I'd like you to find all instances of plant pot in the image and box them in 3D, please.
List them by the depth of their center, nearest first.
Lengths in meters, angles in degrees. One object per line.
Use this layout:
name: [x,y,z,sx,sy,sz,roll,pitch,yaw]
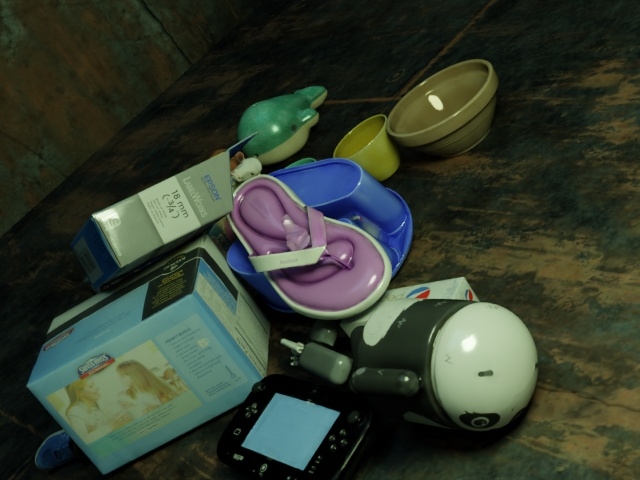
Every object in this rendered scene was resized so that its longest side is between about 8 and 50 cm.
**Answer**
plant pot: [0.253,-0.237,2.140,0.237,0.110,0.237,-29,25,15]
plant pot: [0.108,-0.174,2.228,0.134,0.095,0.134,-35,23,17]

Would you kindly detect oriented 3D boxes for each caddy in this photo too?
caddy: [0.000,0.000,1.975,0.341,0.179,0.241,-9,56,35]

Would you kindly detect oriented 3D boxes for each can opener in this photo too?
can opener: [0.008,0.173,1.709,0.093,0.074,0.280,-67,17,0]

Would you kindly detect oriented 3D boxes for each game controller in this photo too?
game controller: [-0.038,0.288,1.641,0.166,0.067,0.319,-47,26,-23]

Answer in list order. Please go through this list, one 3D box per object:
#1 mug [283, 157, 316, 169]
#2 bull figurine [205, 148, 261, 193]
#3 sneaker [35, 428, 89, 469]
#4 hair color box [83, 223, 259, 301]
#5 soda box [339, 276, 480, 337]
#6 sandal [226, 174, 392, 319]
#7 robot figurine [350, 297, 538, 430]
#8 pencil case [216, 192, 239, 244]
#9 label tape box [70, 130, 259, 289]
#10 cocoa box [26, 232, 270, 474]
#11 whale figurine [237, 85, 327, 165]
mug: [-0.037,-0.087,2.263,0.129,0.097,0.158,-29,25,13]
bull figurine: [-0.227,-0.135,2.590,0.188,0.101,0.310,-42,18,-1]
sneaker: [-0.462,0.383,2.035,0.152,0.058,0.084,-30,16,-2]
hair color box: [-0.297,0.087,2.205,0.347,0.174,0.105,-13,34,42]
soda box: [0.139,0.119,1.699,0.216,0.074,0.069,-12,34,41]
sandal: [-0.051,0.002,1.807,0.169,0.102,0.416,-53,43,-4]
robot figurine: [0.160,0.166,1.478,0.278,0.173,0.209,-2,45,52]
pencil case: [-0.239,0.003,2.286,0.386,0.167,0.160,-13,12,42]
label tape box: [-0.254,-0.048,1.946,0.333,0.106,0.240,-29,0,-24]
cocoa box: [-0.290,0.197,1.925,0.347,0.231,0.228,-29,23,13]
whale figurine: [-0.095,-0.301,2.670,0.216,0.141,0.272,-8,36,47]
